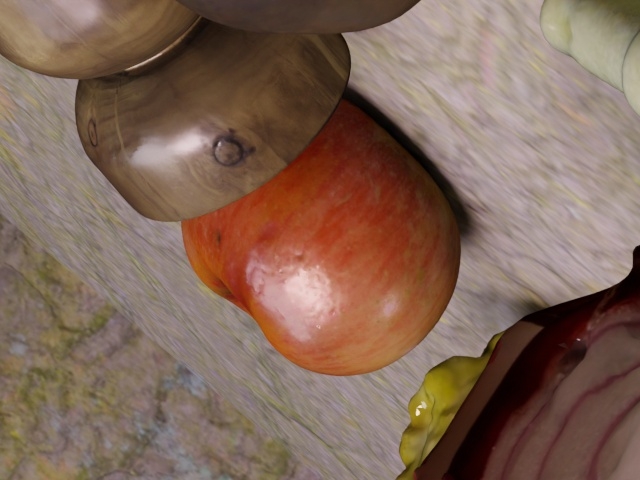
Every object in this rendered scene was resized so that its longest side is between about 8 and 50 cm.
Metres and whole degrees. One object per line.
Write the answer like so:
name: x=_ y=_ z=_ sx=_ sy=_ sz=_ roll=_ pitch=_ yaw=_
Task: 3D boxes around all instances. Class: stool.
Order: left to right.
stool: x=-0.124 y=-0.163 z=1.208 sx=0.179 sy=0.179 sz=0.264 roll=22 pitch=156 yaw=54

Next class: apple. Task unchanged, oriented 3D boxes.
apple: x=0.000 y=0.000 z=1.400 sx=0.209 sy=0.164 sz=0.209 roll=41 pitch=168 yaw=11

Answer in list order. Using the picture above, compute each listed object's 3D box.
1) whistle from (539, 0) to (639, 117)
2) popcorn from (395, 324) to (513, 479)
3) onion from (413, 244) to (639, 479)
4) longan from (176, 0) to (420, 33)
whistle: x=0.181 y=-0.061 z=0.862 sx=0.258 sy=0.067 sz=0.126 roll=44 pitch=130 yaw=51
popcorn: x=0.176 y=0.194 z=1.390 sx=0.241 sy=0.235 sz=0.250 roll=20 pitch=-171 yaw=-8
onion: x=0.214 y=0.168 z=0.897 sx=0.341 sy=0.341 sz=0.341 roll=39 pitch=166 yaw=12
longan: x=-0.020 y=-0.180 z=0.936 sx=0.187 sy=0.167 sz=0.167 roll=22 pitch=168 yaw=-8
